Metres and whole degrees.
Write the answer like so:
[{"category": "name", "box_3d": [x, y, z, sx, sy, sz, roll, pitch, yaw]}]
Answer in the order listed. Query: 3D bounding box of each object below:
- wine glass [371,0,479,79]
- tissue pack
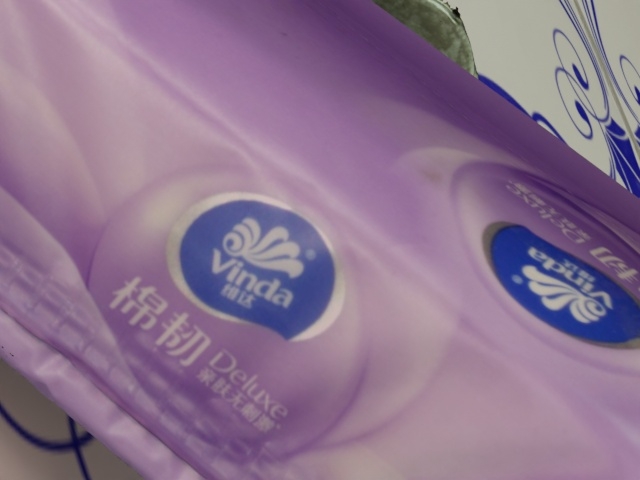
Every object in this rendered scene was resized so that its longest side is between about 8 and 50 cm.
[{"category": "wine glass", "box_3d": [0.031, -0.042, 1.013, 0.126, 0.126, 0.241, 52, 23, -26]}, {"category": "tissue pack", "box_3d": [0.000, 0.000, 0.714, 0.338, 0.160, 0.242, 39, 21, 9]}]
